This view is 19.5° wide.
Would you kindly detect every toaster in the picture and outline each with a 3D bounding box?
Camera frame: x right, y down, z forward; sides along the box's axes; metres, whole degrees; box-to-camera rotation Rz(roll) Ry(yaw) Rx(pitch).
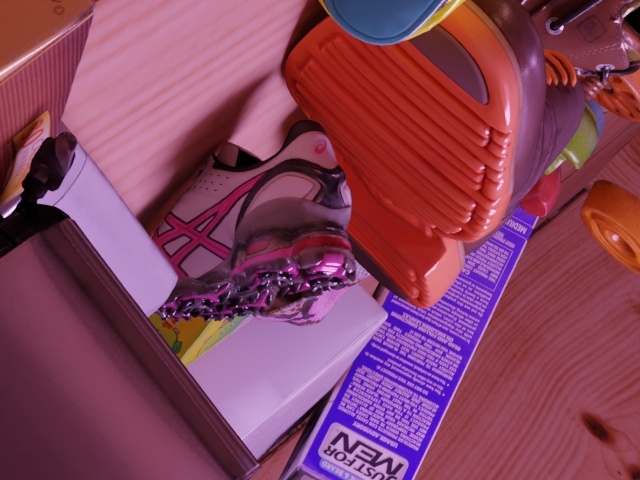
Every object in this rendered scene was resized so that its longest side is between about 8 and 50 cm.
[{"bbox_3d":[-0.119,0.084,0.554,0.168,0.110,0.186,-39,175,-23],"label":"toaster"}]

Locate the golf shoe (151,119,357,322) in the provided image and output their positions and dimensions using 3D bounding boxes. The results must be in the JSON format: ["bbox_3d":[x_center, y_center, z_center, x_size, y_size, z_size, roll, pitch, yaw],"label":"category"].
[{"bbox_3d":[-0.046,-0.005,0.969,0.067,0.086,0.186,8,162,-38],"label":"golf shoe"}]

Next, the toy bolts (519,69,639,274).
[{"bbox_3d":[0.252,-0.095,1.617,0.158,0.218,0.228,-46,-168,-10],"label":"toy bolts"}]

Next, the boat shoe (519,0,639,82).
[{"bbox_3d":[0.154,-0.139,1.093,0.307,0.104,0.110,-46,174,38],"label":"boat shoe"}]

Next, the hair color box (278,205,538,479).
[{"bbox_3d":[0.078,0.112,1.767,0.339,0.110,0.185,-61,180,-22],"label":"hair color box"}]

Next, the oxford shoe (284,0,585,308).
[{"bbox_3d":[0.069,-0.074,0.956,0.133,0.130,0.364,-44,174,-11],"label":"oxford shoe"}]

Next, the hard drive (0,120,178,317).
[{"bbox_3d":[-0.172,0.056,0.761,0.233,0.047,0.353,-41,173,-5],"label":"hard drive"}]

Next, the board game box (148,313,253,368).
[{"bbox_3d":[-0.054,0.017,1.175,0.092,0.043,0.181,-35,171,-40],"label":"board game box"}]

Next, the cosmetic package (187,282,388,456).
[{"bbox_3d":[-0.110,0.164,1.556,0.284,0.097,0.377,-41,174,-20],"label":"cosmetic package"}]

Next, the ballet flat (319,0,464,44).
[{"bbox_3d":[0.081,-0.168,0.719,0.231,0.077,0.077,-42,-165,30],"label":"ballet flat"}]

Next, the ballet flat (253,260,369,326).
[{"bbox_3d":[0.000,0.000,1.296,0.079,0.077,0.221,-12,157,-34],"label":"ballet flat"}]

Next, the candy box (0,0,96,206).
[{"bbox_3d":[-0.150,-0.006,0.481,0.186,0.053,0.109,-40,173,-26],"label":"candy box"}]
